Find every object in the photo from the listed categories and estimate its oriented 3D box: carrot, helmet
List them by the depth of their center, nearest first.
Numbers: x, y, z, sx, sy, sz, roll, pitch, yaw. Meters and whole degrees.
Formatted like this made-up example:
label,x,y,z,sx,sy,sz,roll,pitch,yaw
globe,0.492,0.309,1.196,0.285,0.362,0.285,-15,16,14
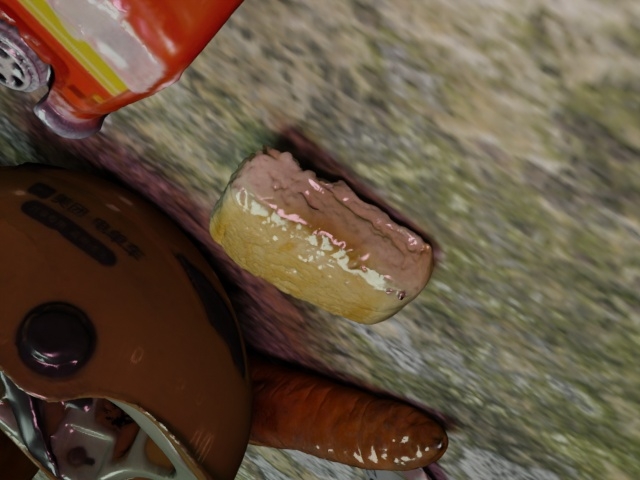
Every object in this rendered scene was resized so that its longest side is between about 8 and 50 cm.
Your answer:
label,x,y,z,sx,sy,sz,roll,pitch,yaw
helmet,-0.122,0.040,0.694,0.224,0.130,0.198,22,160,6
carrot,-0.009,0.090,0.735,0.224,0.057,0.057,6,143,49

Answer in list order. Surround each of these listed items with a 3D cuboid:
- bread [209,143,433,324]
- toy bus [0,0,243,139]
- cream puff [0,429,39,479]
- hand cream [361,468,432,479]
label,x,y,z,sx,sy,sz,roll,pitch,yaw
bread,0.000,0.000,0.528,0.083,0.035,0.070,32,161,1
toy bus,-0.088,-0.113,0.376,0.174,0.079,0.077,49,150,-24
cream puff,-0.244,0.081,0.840,0.155,0.269,0.241,18,122,23
hand cream,0.071,0.178,0.796,0.067,0.043,0.210,22,150,50
